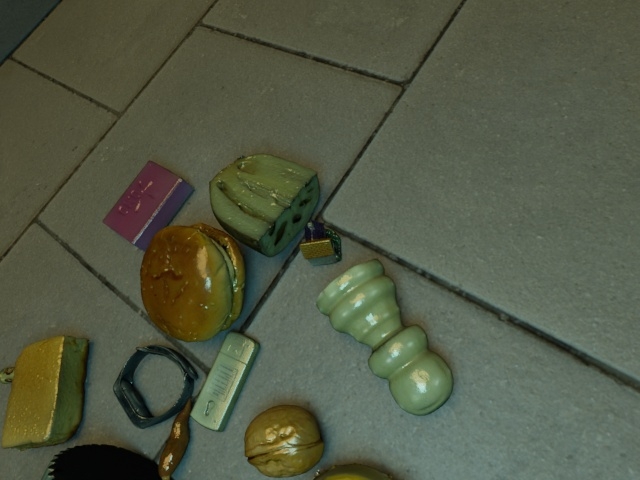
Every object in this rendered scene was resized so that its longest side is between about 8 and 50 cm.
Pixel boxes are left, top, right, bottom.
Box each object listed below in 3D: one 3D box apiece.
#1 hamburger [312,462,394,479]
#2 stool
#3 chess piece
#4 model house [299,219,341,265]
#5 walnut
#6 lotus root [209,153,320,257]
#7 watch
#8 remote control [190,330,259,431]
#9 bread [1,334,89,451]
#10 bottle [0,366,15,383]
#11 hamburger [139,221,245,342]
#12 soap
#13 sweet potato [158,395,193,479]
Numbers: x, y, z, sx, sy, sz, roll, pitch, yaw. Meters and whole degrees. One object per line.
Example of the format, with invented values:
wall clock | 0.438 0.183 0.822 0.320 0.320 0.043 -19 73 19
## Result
hamburger | 0.067 0.568 0.763 0.294 0.179 0.276 19 71 29
stool | -0.495 0.655 0.860 0.297 0.297 0.330 23 80 26
chess piece | 0.153 0.217 0.913 0.182 0.182 0.330 -37 66 0
model house | 0.000 0.000 1.088 0.087 0.100 0.101 -10 63 14
walnut | -0.081 0.431 0.898 0.180 0.144 0.144 -22 61 13
lotus root | -0.176 -0.098 1.150 0.260 0.149 0.267 23 59 25
watch | -0.432 0.367 1.089 0.193 0.068 0.206 -42 64 -7
remote control | -0.237 0.348 1.045 0.098 0.038 0.234 16 73 25
bread | -0.749 0.416 1.148 0.184 0.114 0.275 -16 61 15
bottle | -0.902 0.395 1.244 0.101 0.047 0.063 -14 52 11
hamburger | -0.338 0.113 1.086 0.289 0.170 0.315 9 98 31
soap | -0.555 -0.113 1.340 0.181 0.081 0.259 29 78 27
sweet potato | -0.345 0.477 1.014 0.056 0.056 0.195 -4 55 17
